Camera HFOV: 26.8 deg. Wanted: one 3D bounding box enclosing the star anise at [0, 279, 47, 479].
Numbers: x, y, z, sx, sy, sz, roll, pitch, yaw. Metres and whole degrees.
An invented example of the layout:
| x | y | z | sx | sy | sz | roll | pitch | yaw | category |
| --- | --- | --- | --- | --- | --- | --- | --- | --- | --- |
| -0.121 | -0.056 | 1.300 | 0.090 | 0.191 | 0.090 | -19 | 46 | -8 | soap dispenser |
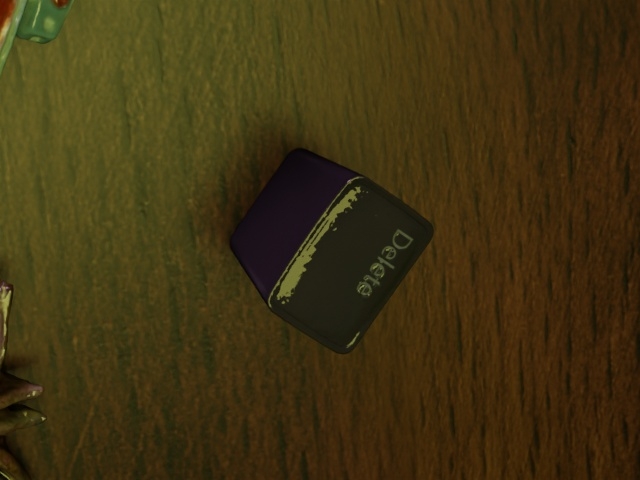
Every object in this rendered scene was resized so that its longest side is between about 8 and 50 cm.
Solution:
| x | y | z | sx | sy | sz | roll | pitch | yaw | category |
| --- | --- | --- | --- | --- | --- | --- | --- | --- | --- |
| -0.422 | 0.169 | 1.430 | 0.292 | 0.109 | 0.349 | -39 | 122 | -12 | star anise |

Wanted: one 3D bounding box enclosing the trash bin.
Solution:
| x | y | z | sx | sy | sz | roll | pitch | yaw | category |
| --- | --- | --- | --- | --- | --- | --- | --- | --- | --- |
| 0.000 | 0.000 | 1.447 | 0.115 | 0.225 | 0.165 | 33 | 92 | -21 | trash bin |

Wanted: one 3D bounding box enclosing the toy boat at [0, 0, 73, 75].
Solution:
| x | y | z | sx | sy | sz | roll | pitch | yaw | category |
| --- | --- | --- | --- | --- | --- | --- | --- | --- | --- |
| -0.347 | -0.191 | 1.348 | 0.133 | 0.145 | 0.332 | 19 | 100 | -48 | toy boat |
